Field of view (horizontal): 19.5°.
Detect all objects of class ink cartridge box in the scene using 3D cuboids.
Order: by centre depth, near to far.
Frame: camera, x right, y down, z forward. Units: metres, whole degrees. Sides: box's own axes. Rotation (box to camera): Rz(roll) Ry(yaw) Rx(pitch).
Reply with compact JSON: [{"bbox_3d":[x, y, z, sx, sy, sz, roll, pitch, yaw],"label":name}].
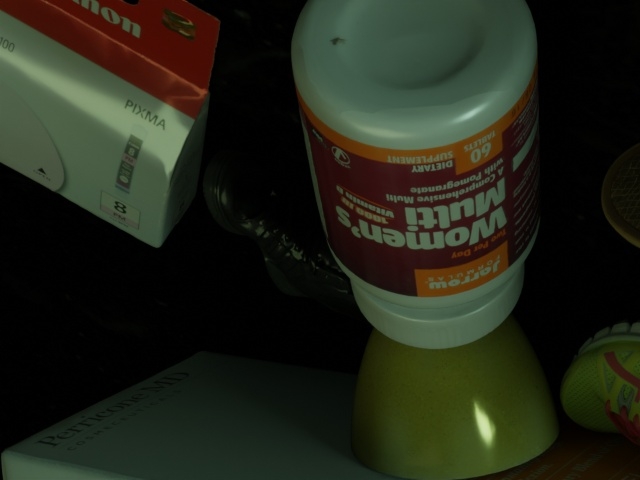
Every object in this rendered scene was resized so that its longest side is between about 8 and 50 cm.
[{"bbox_3d":[-0.164,-0.104,1.182,0.189,0.066,0.232,29,158,6],"label":"ink cartridge box"}]

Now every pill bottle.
[{"bbox_3d":[0.056,-0.040,0.979,0.121,0.121,0.221,21,152,20],"label":"pill bottle"}]

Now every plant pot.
[{"bbox_3d":[0.081,0.079,1.173,0.134,0.134,0.095,9,113,39],"label":"plant pot"}]

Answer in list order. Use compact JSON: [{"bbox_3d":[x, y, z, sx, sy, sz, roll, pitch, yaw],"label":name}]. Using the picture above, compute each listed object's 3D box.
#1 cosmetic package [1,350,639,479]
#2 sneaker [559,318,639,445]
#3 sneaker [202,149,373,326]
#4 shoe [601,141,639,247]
[{"bbox_3d":[0.034,0.205,1.231,0.453,0.230,0.162,5,109,35],"label":"cosmetic package"},{"bbox_3d":[0.212,0.105,1.092,0.081,0.094,0.208,44,153,-26],"label":"sneaker"},{"bbox_3d":[-0.001,0.002,1.197,0.089,0.051,0.170,11,151,36],"label":"sneaker"},{"bbox_3d":[0.239,-0.008,0.886,0.219,0.077,0.058,7,159,35],"label":"shoe"}]
